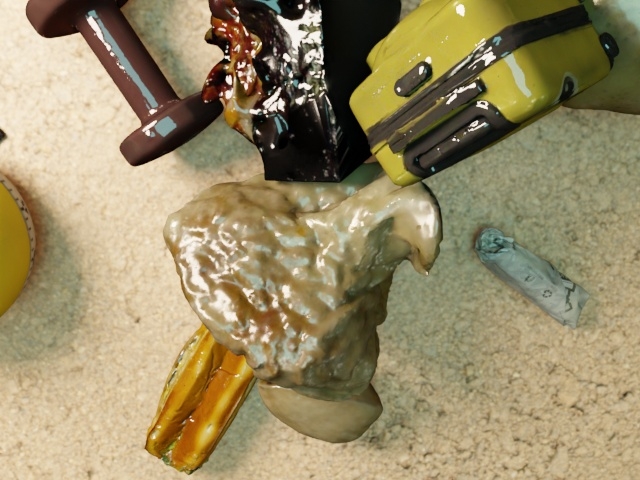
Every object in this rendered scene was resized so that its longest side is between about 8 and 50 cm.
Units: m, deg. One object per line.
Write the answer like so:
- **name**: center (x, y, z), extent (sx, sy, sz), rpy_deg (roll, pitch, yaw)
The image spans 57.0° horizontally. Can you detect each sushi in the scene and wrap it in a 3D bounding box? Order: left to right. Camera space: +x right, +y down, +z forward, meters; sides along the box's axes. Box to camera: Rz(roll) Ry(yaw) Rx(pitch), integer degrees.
- **sushi**: center (-0.027, -0.215, 0.682), extent (0.212, 0.215, 0.227), rpy_deg (6, 121, 31)

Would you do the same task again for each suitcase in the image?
- **suitcase**: center (0.153, -0.166, 0.580), extent (0.194, 0.235, 0.143), rpy_deg (-31, 88, 48)

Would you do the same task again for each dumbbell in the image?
- **dumbbell**: center (-0.230, -0.211, 0.708), extent (0.124, 0.140, 0.225), rpy_deg (-25, 105, 34)

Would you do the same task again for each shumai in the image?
- **shumai**: center (0.000, 0.000, 0.673), extent (0.314, 0.267, 0.262), rpy_deg (35, 119, -11)

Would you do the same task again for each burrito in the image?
- **burrito**: center (0.298, 0.050, 0.828), extent (0.203, 0.064, 0.064), rpy_deg (35, 98, -11)

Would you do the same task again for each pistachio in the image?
- **pistachio**: center (-0.002, 0.218, 0.815), extent (0.185, 0.126, 0.108), rpy_deg (19, 74, -17)

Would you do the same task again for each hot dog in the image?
- **hot dog**: center (-0.161, 0.208, 0.831), extent (0.115, 0.072, 0.269), rpy_deg (31, 100, -9)

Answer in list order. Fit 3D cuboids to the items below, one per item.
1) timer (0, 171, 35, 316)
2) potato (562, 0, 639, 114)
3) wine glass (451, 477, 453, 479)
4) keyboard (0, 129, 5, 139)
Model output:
- **timer**: center (-0.488, 0.021, 0.668), extent (0.285, 0.285, 0.285), rpy_deg (-1, 102, -3)
- **potato**: center (0.378, -0.268, 0.681), extent (0.326, 0.221, 0.243), rpy_deg (-9, 101, 1)
- **wine glass**: center (0.171, 0.394, 0.905), extent (0.083, 0.042, 0.039), rpy_deg (-19, 64, 4)
- **keyboard**: center (-0.514, -0.098, 0.780), extent (0.204, 0.013, 0.061), rpy_deg (-38, 101, 5)
